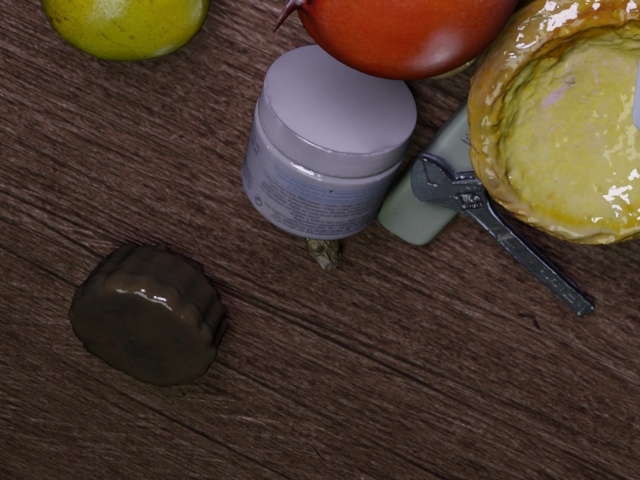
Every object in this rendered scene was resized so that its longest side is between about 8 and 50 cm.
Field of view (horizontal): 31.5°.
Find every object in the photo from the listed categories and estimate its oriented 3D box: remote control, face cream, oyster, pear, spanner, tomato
[{"bbox_3d":[0.164,-0.091,1.325,0.090,0.038,0.309,31,138,-7],"label":"remote control"},{"bbox_3d":[0.006,-0.109,1.290,0.177,0.177,0.153,26,138,4],"label":"face cream"},{"bbox_3d":[0.000,0.000,1.514,0.080,0.038,0.083,44,162,-1],"label":"oyster"},{"bbox_3d":[-0.210,-0.293,1.237,0.198,0.198,0.198,15,135,15],"label":"pear"},{"bbox_3d":[0.224,-0.001,1.353,0.093,0.026,0.325,-25,125,40],"label":"spanner"},{"bbox_3d":[0.083,-0.277,1.047,0.224,0.256,0.256,20,138,-9],"label":"tomato"}]

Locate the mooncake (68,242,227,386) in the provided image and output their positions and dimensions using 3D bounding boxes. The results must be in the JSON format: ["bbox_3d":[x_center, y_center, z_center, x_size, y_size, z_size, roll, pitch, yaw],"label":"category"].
[{"bbox_3d":[-0.247,0.108,1.673,0.228,0.124,0.228,11,134,11],"label":"mooncake"}]

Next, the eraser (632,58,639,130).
[{"bbox_3d":[0.437,-0.164,0.990,0.290,0.104,0.189,8,112,-2],"label":"eraser"}]

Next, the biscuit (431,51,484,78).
[{"bbox_3d":[0.111,-0.237,1.229,0.152,0.020,0.152,15,135,16],"label":"biscuit"}]

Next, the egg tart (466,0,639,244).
[{"bbox_3d":[0.281,-0.139,1.137,0.294,0.123,0.294,4,122,6],"label":"egg tart"}]
